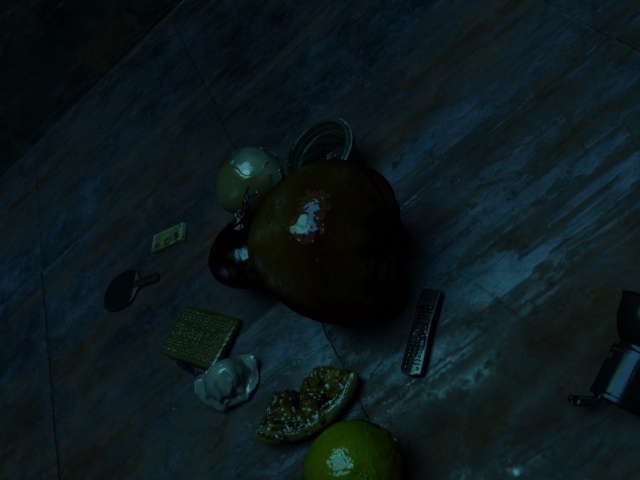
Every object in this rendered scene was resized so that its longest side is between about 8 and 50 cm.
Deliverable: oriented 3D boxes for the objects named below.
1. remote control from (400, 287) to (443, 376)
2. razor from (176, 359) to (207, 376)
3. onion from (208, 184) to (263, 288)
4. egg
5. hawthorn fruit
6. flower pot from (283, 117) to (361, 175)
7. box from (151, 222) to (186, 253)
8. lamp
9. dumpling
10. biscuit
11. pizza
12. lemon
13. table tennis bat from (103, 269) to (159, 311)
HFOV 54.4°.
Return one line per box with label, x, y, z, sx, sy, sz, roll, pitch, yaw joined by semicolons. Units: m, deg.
remote control;0.234;0.209;1.432;0.059;0.028;0.211;4;66;36
razor;-0.371;0.373;1.799;0.155;0.044;0.028;9;112;45
onion;-0.196;0.003;1.736;0.273;0.284;0.273;-17;20;6
egg;-0.220;-0.180;1.924;0.244;0.201;0.201;-42;44;25
hawthorn fruit;0.000;0.000;1.497;0.403;0.403;0.402;-20;52;28
flower pot;0.027;-0.223;1.797;0.236;0.141;0.235;-22;50;29
box;-0.530;-0.008;2.180;0.149;0.020;0.073;-21;51;26
lamp;0.566;0.223;1.100;0.172;0.147;0.227;25;88;21
dumpling;-0.243;0.378;1.652;0.188;0.108;0.127;-30;69;-3
biscuit;-0.356;0.281;1.833;0.255;0.029;0.172;6;59;40
pizza;-0.040;0.390;1.489;0.306;0.086;0.161;-37;45;12
lemon;0.066;0.469;1.277;0.231;0.192;0.192;-42;45;8
table tennis bat;-0.664;0.163;2.176;0.274;0.021;0.154;-21;52;30
